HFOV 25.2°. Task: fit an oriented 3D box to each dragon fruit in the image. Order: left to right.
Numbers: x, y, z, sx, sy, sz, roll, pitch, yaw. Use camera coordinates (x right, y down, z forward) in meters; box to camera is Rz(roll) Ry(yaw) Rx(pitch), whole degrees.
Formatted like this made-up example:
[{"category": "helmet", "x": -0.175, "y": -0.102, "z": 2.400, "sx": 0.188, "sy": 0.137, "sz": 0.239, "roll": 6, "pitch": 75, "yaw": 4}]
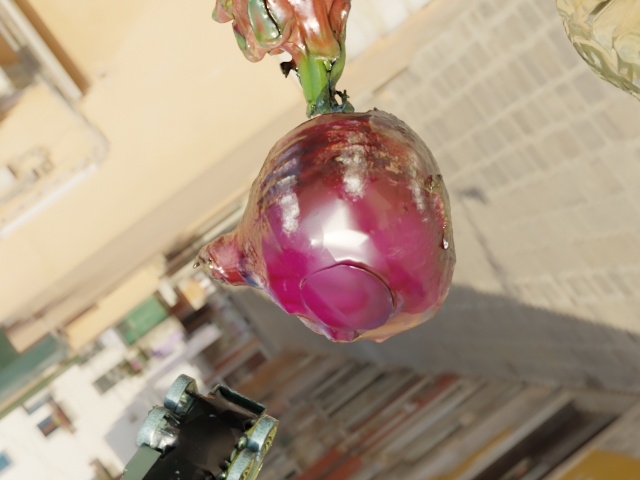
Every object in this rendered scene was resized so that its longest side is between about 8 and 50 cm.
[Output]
[{"category": "dragon fruit", "x": -0.019, "y": -0.208, "z": 1.220, "sx": 0.137, "sy": 0.135, "sz": 0.236, "roll": 98, "pitch": 155, "yaw": -51}]

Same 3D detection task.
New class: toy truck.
[{"category": "toy truck", "x": -0.104, "y": 0.191, "z": 1.014, "sx": 0.085, "sy": 0.191, "sz": 0.116, "roll": 23, "pitch": 133, "yaw": 11}]

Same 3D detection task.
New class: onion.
[{"category": "onion", "x": 0.001, "y": 0.010, "z": 1.025, "sx": 0.173, "sy": 0.198, "sz": 0.135, "roll": 56, "pitch": -163, "yaw": -36}]

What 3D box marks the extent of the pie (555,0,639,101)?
[{"category": "pie", "x": 0.152, "y": -0.192, "z": 0.430, "sx": 0.077, "sy": 0.339, "sz": 0.339, "roll": 10, "pitch": -177, "yaw": -14}]
